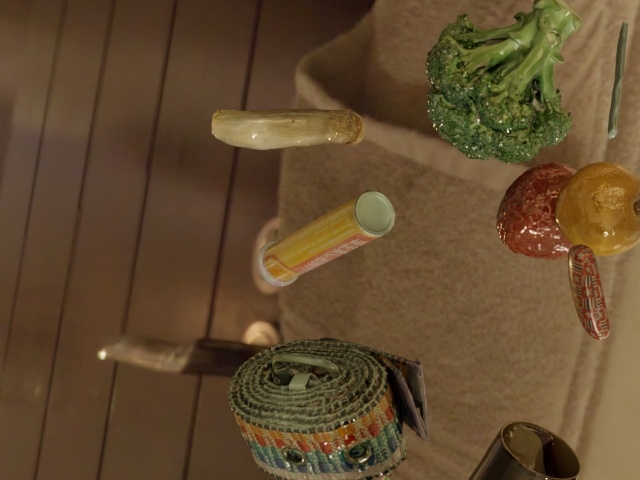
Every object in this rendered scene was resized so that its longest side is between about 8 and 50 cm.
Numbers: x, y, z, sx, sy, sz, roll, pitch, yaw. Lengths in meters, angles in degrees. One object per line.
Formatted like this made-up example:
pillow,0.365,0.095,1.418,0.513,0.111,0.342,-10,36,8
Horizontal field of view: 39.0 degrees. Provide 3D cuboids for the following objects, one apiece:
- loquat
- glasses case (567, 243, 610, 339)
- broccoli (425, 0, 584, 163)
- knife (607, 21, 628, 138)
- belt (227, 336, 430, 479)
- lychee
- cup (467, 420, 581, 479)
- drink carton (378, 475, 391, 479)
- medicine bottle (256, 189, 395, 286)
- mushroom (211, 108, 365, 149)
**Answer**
loquat,0.622,-0.066,1.977,0.208,0.208,0.208,8,177,0
glasses case,0.517,0.102,1.759,0.049,0.194,0.073,-19,-164,-6
broccoli,0.274,-0.249,1.346,0.270,0.270,0.270,25,-146,-18
knife,0.489,-0.263,1.482,0.015,0.210,0.028,9,161,10
belt,0.000,0.248,1.365,0.295,0.160,0.207,6,-146,39
lychee,0.574,-0.071,2.221,0.300,0.255,0.255,-21,177,-1
cup,0.363,0.421,1.497,0.239,0.177,0.166,17,-156,-6
drink carton,0.142,0.452,1.163,0.108,0.161,0.271,-35,-127,-28
medicine bottle,0.000,0.000,1.890,0.108,0.108,0.426,10,160,-26
mushroom,-0.074,-0.259,2.071,0.351,0.095,0.123,0,-156,-14
